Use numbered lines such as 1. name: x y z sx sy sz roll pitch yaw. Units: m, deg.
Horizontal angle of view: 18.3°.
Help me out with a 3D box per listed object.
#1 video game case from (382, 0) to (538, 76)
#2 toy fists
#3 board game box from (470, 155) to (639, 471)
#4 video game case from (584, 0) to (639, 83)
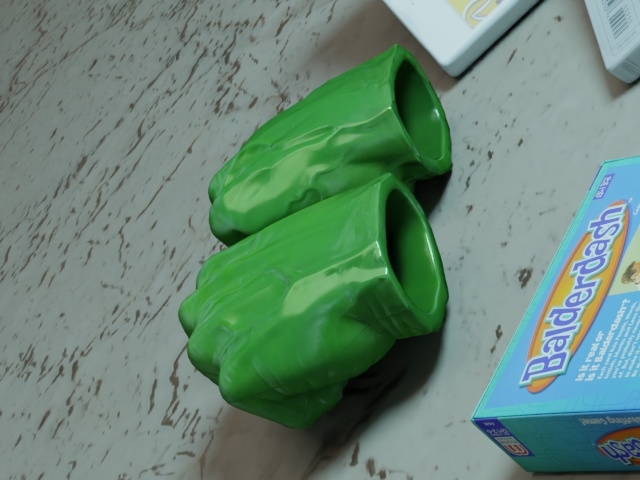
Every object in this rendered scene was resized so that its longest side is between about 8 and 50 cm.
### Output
1. video game case: 0.107 -0.251 1.289 0.227 0.026 0.206 -43 61 8
2. toy fists: 0.000 0.000 1.141 0.142 0.096 0.279 -25 29 20
3. board game box: 0.179 0.024 0.867 0.210 0.047 0.160 -9 45 53
4. video game case: 0.211 -0.212 1.123 0.183 0.023 0.201 -44 34 30
